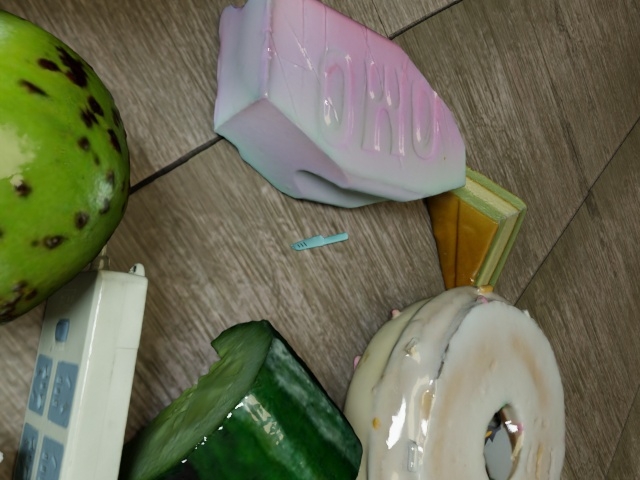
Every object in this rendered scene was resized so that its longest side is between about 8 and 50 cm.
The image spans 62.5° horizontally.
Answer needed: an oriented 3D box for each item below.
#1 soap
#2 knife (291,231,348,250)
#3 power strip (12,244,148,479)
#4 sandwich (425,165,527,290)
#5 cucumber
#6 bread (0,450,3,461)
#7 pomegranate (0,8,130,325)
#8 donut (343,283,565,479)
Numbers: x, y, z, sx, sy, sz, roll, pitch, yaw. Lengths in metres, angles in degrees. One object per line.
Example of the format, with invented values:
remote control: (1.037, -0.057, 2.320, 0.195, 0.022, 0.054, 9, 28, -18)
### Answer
soap: (0.038, -0.140, 0.621, 0.324, 0.109, 0.192, 10, 79, -41)
knife: (0.000, 0.000, 0.639, 0.091, 0.005, 0.014, -14, 95, -41)
power strip: (-0.189, 0.181, 0.384, 0.043, 0.106, 0.367, 16, 74, -43)
sandwich: (0.215, -0.005, 0.825, 0.117, 0.144, 0.187, -20, 134, -41)
cucumber: (-0.069, 0.174, 0.448, 0.130, 0.191, 0.191, 53, 54, -14)
bread: (-0.290, 0.225, 0.291, 0.136, 0.107, 0.241, 28, 67, -33)
pomegranate: (-0.222, -0.062, 0.301, 0.211, 0.263, 0.211, 5, 56, -7)
donut: (0.172, 0.246, 0.670, 0.383, 0.142, 0.382, 5, 83, -40)
